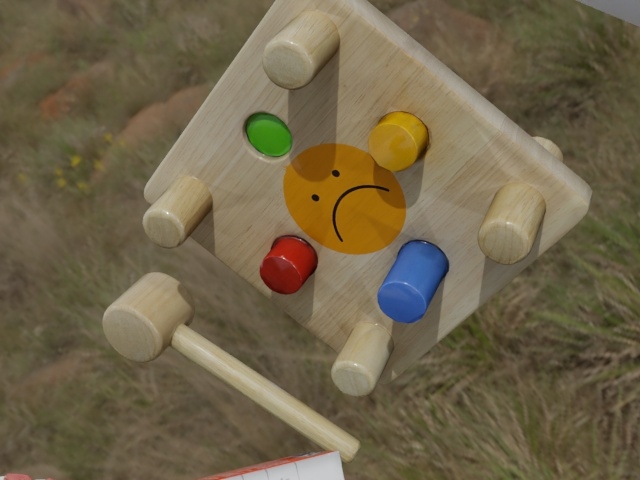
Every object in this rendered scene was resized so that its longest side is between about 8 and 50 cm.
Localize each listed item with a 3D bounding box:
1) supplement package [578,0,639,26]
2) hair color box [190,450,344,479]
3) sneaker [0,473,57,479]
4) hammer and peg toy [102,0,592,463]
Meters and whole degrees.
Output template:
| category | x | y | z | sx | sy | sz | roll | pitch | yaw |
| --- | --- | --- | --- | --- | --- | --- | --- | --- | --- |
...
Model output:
| category | x | y | z | sx | sy | sz | roll | pitch | yaw |
| --- | --- | --- | --- | --- | --- | --- | --- | --- | --- |
| supplement package | 0.236 | -0.277 | 0.597 | 0.199 | 0.198 | 0.262 | 29 | 75 | 19 |
| hair color box | -0.052 | 0.161 | 0.563 | 0.043 | 0.141 | 0.071 | -24 | 75 | 59 |
| sneaker | -0.181 | 0.174 | 0.433 | 0.225 | 0.092 | 0.088 | -28 | 62 | -16 |
| hammer and peg toy | 0.000 | 0.000 | 0.816 | 0.361 | 0.266 | 0.127 | -48 | 6 | 39 |
